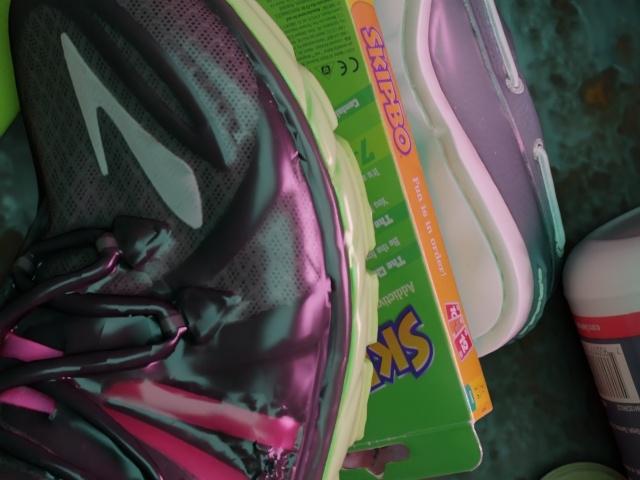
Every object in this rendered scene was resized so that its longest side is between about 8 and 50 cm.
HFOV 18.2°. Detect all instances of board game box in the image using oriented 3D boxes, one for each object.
[{"bbox_3d":[0.000,0.000,1.018,0.124,0.039,0.259,-14,93,31],"label":"board game box"}]

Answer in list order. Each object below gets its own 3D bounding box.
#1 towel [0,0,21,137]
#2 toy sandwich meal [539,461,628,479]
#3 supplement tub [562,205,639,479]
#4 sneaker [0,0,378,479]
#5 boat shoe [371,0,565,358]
[{"bbox_3d":[-0.208,-0.048,0.935,0.102,0.021,0.237,52,50,-29],"label":"towel"},{"bbox_3d":[0.142,0.163,1.096,0.086,0.029,0.085,1,85,-14],"label":"toy sandwich meal"},{"bbox_3d":[0.253,0.102,1.039,0.191,0.191,0.272,-21,95,-13],"label":"supplement tub"},{"bbox_3d":[-0.094,0.087,0.931,0.202,0.185,0.482,-4,90,-47],"label":"sneaker"},{"bbox_3d":[0.046,-0.096,1.052,0.099,0.116,0.319,-17,87,-57],"label":"boat shoe"}]
